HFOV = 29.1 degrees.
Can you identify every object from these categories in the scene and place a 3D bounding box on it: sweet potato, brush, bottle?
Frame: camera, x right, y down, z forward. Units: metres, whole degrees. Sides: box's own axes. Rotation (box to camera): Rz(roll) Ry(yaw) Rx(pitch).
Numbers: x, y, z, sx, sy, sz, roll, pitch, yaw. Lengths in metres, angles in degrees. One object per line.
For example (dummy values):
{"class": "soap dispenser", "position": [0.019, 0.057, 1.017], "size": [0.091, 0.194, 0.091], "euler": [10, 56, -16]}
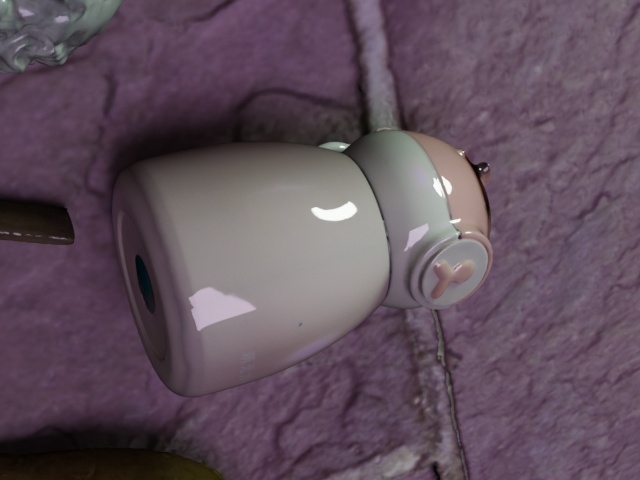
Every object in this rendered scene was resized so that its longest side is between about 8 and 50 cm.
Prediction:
{"class": "sweet potato", "position": [-0.119, 0.213, 0.908], "size": [0.124, 0.098, 0.310], "euler": [-39, 127, 15]}
{"class": "brush", "position": [-0.261, -0.025, 0.703], "size": [0.248, 0.043, 0.036], "euler": [6, 127, -27]}
{"class": "bottle", "position": [0.000, 0.000, 0.775], "size": [0.236, 0.147, 0.148], "euler": [-14, 128, -18]}

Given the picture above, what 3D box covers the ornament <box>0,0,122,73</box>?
{"class": "ornament", "position": [-0.206, -0.185, 0.559], "size": [0.285, 0.130, 0.120], "euler": [35, 91, -38]}
